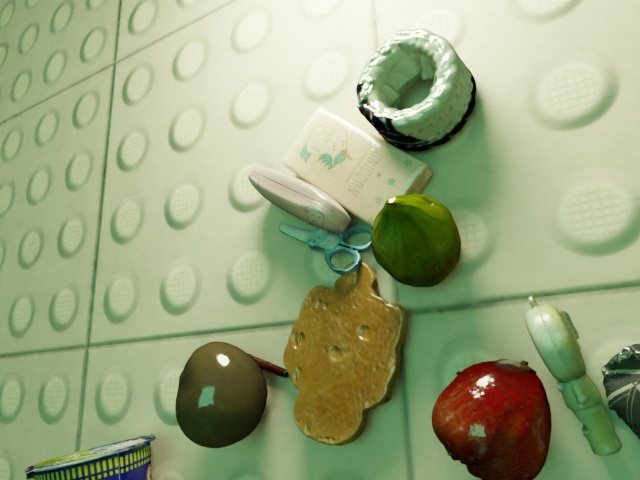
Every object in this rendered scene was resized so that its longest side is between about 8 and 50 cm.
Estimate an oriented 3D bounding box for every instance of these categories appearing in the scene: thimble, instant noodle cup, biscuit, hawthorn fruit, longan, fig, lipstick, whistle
[{"bbox_3d":[0.194,-0.311,1.021,0.238,0.150,0.237,-10,71,30],"label":"thimble"},{"bbox_3d":[-0.505,0.644,1.141,0.284,0.284,0.312,-20,75,26],"label":"instant noodle cup"},{"bbox_3d":[0.045,0.224,1.024,0.270,0.051,0.375,7,78,36],"label":"biscuit"},{"bbox_3d":[0.281,0.278,0.798,0.185,0.185,0.202,24,73,34],"label":"hawthorn fruit"},{"bbox_3d":[-0.210,0.329,1.070,0.197,0.197,0.220,-19,60,26],"label":"longan"},{"bbox_3d":[0.176,-0.018,0.929,0.167,0.233,0.167,-8,36,6],"label":"fig"},{"bbox_3d":[-0.144,0.282,1.145,0.177,0.027,0.027,12,83,32],"label":"lipstick"},{"bbox_3d":[0.395,0.205,0.782,0.067,0.126,0.257,-26,78,22],"label":"whistle"}]

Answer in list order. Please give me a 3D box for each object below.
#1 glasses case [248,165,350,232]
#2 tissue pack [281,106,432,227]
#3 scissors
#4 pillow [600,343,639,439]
[{"bbox_3d":[-0.053,-0.096,1.120,0.297,0.113,0.075,30,84,42],"label":"glasses case"},{"bbox_3d":[0.071,-0.161,1.103,0.325,0.071,0.170,37,96,32],"label":"tissue pack"},{"bbox_3d":[0.000,0.000,1.114,0.256,0.030,0.125,16,60,39],"label":"scissors"},{"bbox_3d":[0.539,0.291,0.678,0.162,0.093,0.334,-39,59,20],"label":"pillow"}]
